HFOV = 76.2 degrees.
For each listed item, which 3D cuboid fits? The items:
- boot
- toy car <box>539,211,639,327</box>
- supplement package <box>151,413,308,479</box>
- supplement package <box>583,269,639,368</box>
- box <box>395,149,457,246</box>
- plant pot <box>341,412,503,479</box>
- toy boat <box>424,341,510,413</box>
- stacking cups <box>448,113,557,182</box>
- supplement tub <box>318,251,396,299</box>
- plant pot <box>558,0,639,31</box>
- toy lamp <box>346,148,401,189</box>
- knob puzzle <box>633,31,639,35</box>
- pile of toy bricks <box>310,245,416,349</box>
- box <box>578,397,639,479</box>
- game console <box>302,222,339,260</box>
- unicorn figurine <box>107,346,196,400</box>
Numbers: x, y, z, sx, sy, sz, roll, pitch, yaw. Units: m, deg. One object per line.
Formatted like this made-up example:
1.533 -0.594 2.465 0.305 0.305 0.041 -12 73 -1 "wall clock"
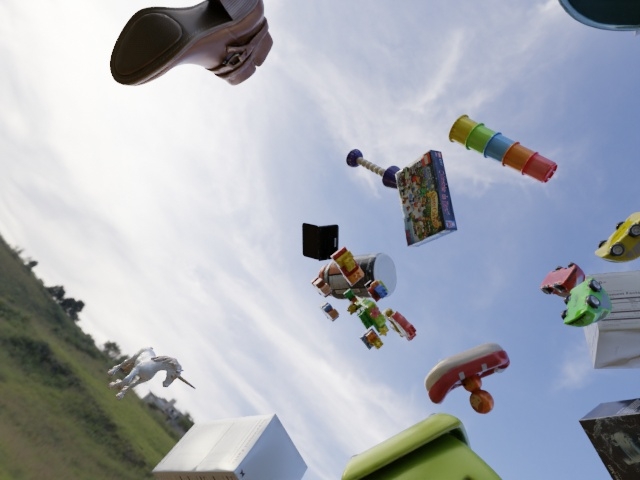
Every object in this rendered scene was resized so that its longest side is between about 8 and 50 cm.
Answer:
-0.215 -0.344 0.741 0.109 0.283 0.220 46 2 9 "boot"
0.471 0.080 0.710 0.053 0.225 0.239 38 -42 9 "toy car"
-0.173 0.438 0.780 0.244 0.139 0.133 -22 -79 34 "supplement package"
0.761 0.195 0.978 0.204 0.145 0.262 -10 -38 25 "supplement package"
0.292 -0.114 1.152 0.159 0.044 0.233 -33 -121 58 "box"
0.168 0.401 0.589 0.227 0.228 0.207 61 0 -43 "plant pot"
0.393 0.374 1.062 0.151 0.231 0.151 72 -3 -58 "toy boat"
0.531 -0.263 1.210 0.316 0.096 0.096 44 -39 32 "stacking cups"
0.156 0.162 1.786 0.316 0.193 0.193 -10 -69 41 "supplement tub"
0.275 -0.317 0.248 0.293 0.293 0.196 -27 -115 48 "plant pot"
0.190 -0.239 1.375 0.275 0.080 0.080 39 -38 46 "toy lamp"
0.628 -0.503 0.817 0.030 0.213 0.213 -13 -71 38 "knob puzzle"
0.082 0.121 0.719 0.212 0.118 0.105 54 -14 -14 "pile of toy bricks"
0.614 0.386 0.761 0.156 0.093 0.158 66 -31 19 "box"
0.000 0.000 1.365 0.071 0.107 0.122 -139 -135 -61 "game console"
-0.304 0.225 0.707 0.162 0.111 0.060 31 -33 49 "unicorn figurine"
